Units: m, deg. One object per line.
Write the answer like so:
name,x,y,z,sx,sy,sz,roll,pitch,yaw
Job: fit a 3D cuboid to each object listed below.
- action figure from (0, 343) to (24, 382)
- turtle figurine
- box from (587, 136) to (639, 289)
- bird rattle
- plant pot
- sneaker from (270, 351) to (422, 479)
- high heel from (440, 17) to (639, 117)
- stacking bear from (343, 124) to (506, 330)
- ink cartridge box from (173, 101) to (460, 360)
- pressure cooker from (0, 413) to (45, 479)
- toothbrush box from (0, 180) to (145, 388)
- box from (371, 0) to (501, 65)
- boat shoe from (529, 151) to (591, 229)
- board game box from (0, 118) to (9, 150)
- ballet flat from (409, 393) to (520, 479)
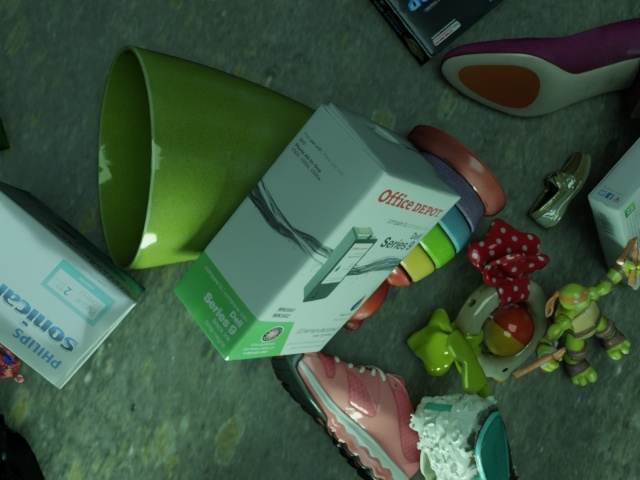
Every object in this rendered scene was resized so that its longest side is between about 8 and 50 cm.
action figure,-0.448,0.153,1.022,0.115,0.030,0.038,45,77,-9
turtle figurine,0.374,0.127,1.098,0.269,0.087,0.217,-47,136,-12
box,0.538,-0.106,1.127,0.322,0.058,0.232,-46,139,-7
bird rattle,0.255,0.108,1.108,0.207,0.143,0.253,35,84,-38
plant pot,-0.116,-0.100,0.988,0.294,0.275,0.274,-1,90,-29
sneaker,0.049,0.221,1.087,0.136,0.116,0.313,-42,104,-18
high heel,0.371,-0.287,1.161,0.378,0.127,0.181,9,57,-5
stacking bear,0.108,-0.006,1.067,0.289,0.164,0.175,-45,97,-3
ink cartridge box,0.000,0.000,0.899,0.289,0.211,0.121,-50,63,19
pressure cooker,-0.529,0.419,0.840,0.421,0.375,0.369,-15,67,-10
toothbrush box,-0.338,0.043,0.907,0.216,0.295,0.126,41,83,-7
box,0.185,-0.400,1.130,0.220,0.051,0.175,-40,97,-9
boat shoe,0.371,-0.084,1.164,0.045,0.050,0.135,32,84,-14
board game box,-0.577,-0.247,0.980,0.242,0.064,0.316,-16,93,-10
ballet flat,0.225,0.374,1.085,0.147,0.147,0.408,-23,117,-10
